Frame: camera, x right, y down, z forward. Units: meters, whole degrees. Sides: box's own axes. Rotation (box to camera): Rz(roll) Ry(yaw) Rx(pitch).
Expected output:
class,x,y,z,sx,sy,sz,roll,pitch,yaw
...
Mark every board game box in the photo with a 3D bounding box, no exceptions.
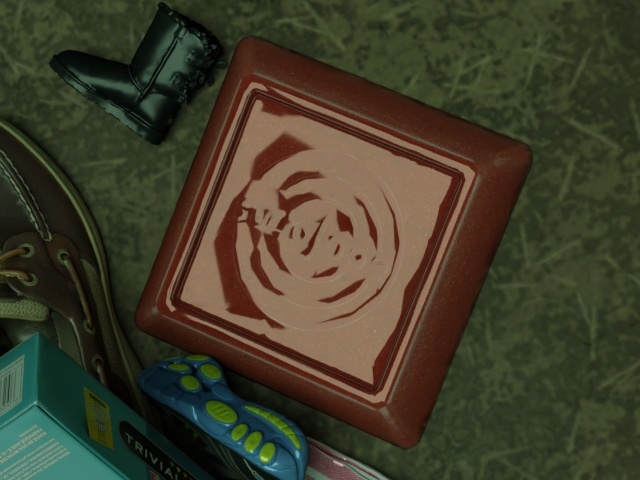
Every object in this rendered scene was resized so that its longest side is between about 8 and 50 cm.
class,x,y,z,sx,sy,sz,roll,pitch,yaw
board game box,-0.188,0.248,1.344,0.253,0.079,0.336,-33,124,18

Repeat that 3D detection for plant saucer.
class,x,y,z,sx,sy,sz,roll,pitch,yaw
plant saucer,0.000,0.000,1.430,0.258,0.047,0.259,23,97,14

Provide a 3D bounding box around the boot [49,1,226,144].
class,x,y,z,sx,sy,sz,roll,pitch,yaw
boot,-0.145,-0.146,1.468,0.121,0.045,0.099,35,101,5

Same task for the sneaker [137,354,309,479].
class,x,y,z,sx,sy,sz,roll,pitch,yaw
sneaker,-0.080,0.149,1.418,0.188,0.067,0.078,33,133,40

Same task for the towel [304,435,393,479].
class,x,y,z,sx,sy,sz,roll,pitch,yaw
towel,-0.026,0.256,1.448,0.144,0.029,0.197,24,97,15

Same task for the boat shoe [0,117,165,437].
class,x,y,z,sx,sy,sz,roll,pitch,yaw
boat shoe,-0.237,0.050,1.454,0.123,0.123,0.342,-25,84,14
